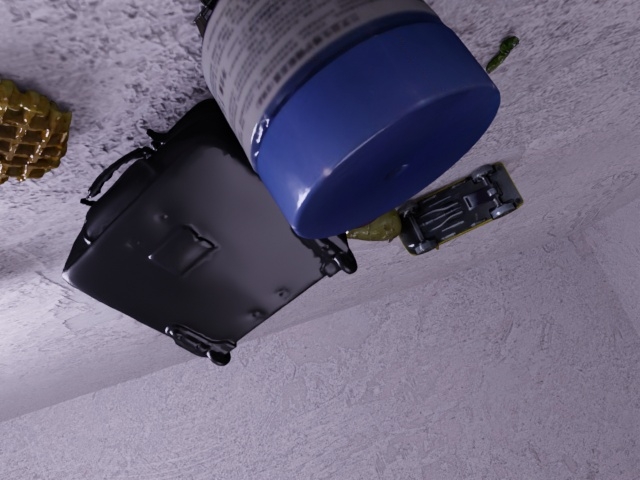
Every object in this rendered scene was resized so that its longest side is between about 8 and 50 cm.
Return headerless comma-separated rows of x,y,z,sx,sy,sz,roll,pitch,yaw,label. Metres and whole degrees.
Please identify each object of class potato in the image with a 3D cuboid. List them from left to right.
0.134,-0.044,1.239,0.188,0.105,0.085,-8,-158,-27,potato

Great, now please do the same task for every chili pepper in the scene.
0.293,-0.300,0.748,0.027,0.022,0.083,-16,166,-16,chili pepper

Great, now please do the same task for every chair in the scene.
-0.112,-0.240,0.471,0.086,0.037,0.042,-38,167,35,chair

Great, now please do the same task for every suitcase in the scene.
-0.167,-0.004,0.708,0.345,0.188,0.339,-37,126,22,suitcase

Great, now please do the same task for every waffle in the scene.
-0.385,-0.119,0.544,0.191,0.038,0.191,-17,163,-5,waffle

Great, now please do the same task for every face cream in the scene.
0.025,-0.158,0.510,0.249,0.225,0.249,-28,166,-8,face cream

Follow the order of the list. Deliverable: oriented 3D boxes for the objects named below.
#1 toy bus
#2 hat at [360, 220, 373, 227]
0.374,-0.077,1.303,0.331,0.144,0.152,-26,165,13,toy bus
0.082,-0.080,1.073,0.206,0.089,0.205,-17,161,-6,hat
